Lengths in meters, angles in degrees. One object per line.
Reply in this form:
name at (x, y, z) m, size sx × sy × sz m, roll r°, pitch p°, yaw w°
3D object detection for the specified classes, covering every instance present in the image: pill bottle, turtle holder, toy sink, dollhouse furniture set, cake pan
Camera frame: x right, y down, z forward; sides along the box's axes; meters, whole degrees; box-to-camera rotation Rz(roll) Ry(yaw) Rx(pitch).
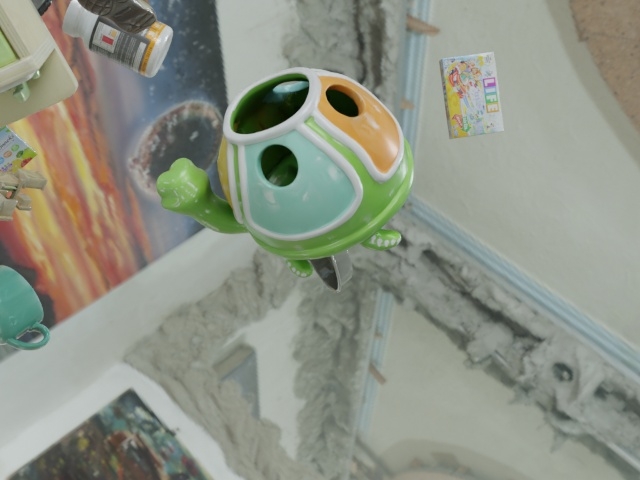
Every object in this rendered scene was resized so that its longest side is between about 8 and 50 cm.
pill bottle at (-0.580, -0.595, 2.209) m, size 0.278 × 0.162 × 0.162 m, roll 24°, pitch -26°, yaw -10°
turtle holder at (-0.042, -0.111, 1.053) m, size 0.320 × 0.243 × 0.227 m, roll 9°, pitch -28°, yaw 37°
toy sink at (-0.422, -0.238, 0.928) m, size 0.131 × 0.152 × 0.234 m, roll -107°, pitch 174°, yaw -62°
dollhouse furniture set at (-0.659, -0.076, 1.656) m, size 0.161 × 0.182 × 0.101 m, roll 38°, pitch -73°, yaw 27°
cake pan at (0.000, 0.000, 2.068) m, size 0.293 × 0.054 × 0.293 m, roll 57°, pitch -14°, yaw 23°

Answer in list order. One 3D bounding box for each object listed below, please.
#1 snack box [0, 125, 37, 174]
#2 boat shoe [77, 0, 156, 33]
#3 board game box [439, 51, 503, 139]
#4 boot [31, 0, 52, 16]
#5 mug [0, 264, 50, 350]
snack box at (-0.755, -0.216, 1.822) m, size 0.037 × 0.100 × 0.141 m, roll 40°, pitch -9°, yaw 31°
boat shoe at (-0.516, -0.615, 1.868) m, size 0.324 × 0.123 × 0.116 m, roll 36°, pitch 32°, yaw -75°
board game box at (0.292, -0.280, 1.489) m, size 0.026 × 0.103 × 0.154 m, roll -148°, pitch -131°, yaw -83°
boot at (-0.777, -0.631, 1.895) m, size 0.118 × 0.338 × 0.223 m, roll -5°, pitch -26°, yaw 18°
mug at (-0.573, 0.129, 1.386) m, size 0.157 × 0.097 × 0.129 m, roll 24°, pitch -47°, yaw 25°
